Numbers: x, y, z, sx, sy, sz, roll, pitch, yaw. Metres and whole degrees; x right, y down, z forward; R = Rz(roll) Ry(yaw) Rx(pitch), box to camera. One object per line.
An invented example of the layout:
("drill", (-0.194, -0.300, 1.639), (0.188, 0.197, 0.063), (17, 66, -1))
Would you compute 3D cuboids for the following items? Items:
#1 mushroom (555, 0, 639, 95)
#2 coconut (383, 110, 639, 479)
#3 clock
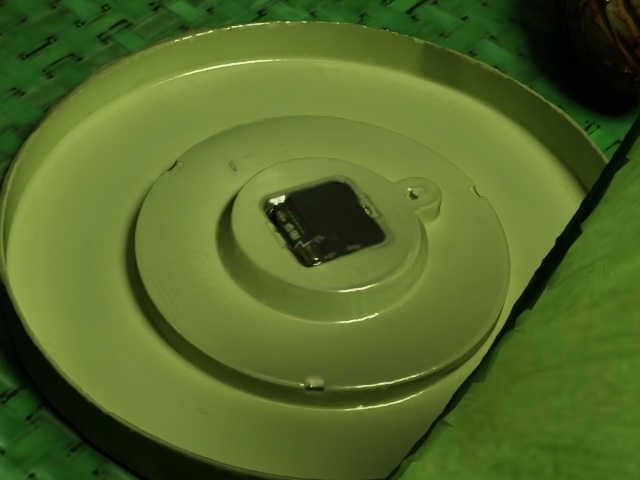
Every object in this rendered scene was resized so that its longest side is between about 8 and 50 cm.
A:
("mushroom", (0.139, -0.117, 0.724), (0.085, 0.109, 0.126), (-3, 30, -4))
("coconut", (0.162, 0.068, 0.396), (0.328, 0.328, 0.281), (-2, 26, -10))
("clock", (0.000, 0.000, 0.639), (0.235, 0.029, 0.235), (4, 46, -4))
